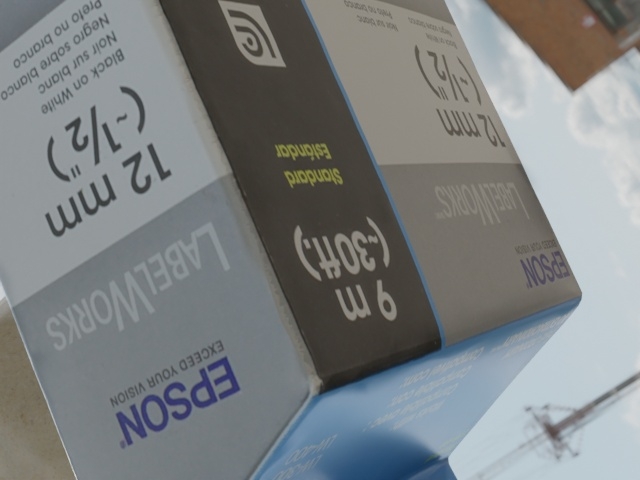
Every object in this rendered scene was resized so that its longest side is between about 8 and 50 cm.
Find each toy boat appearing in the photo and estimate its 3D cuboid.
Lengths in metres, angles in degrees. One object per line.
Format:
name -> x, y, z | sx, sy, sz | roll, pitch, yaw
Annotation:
toy boat -> -0.116, 0.097, 0.655 | 0.231, 0.151, 0.151 | -62, -27, -65

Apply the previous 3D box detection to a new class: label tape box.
label tape box -> 0.000, 0.000, 0.451 | 0.249, 0.115, 0.347 | -8, -110, -60
